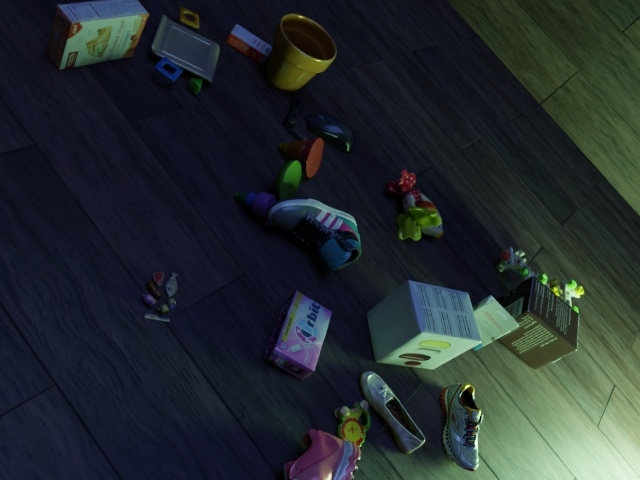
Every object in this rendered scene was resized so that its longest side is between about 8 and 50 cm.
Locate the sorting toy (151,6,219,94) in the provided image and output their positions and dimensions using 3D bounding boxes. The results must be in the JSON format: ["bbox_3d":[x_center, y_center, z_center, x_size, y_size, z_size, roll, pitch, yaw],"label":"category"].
[{"bbox_3d":[-0.402,-0.563,1.689,0.196,0.047,0.348,24,47,-26],"label":"sorting toy"}]

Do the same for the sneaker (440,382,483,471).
[{"bbox_3d":[0.365,0.469,1.445,0.088,0.093,0.225,17,50,-26],"label":"sneaker"}]

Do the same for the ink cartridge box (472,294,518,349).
[{"bbox_3d":[0.486,0.233,1.648,0.104,0.180,0.060,47,43,1],"label":"ink cartridge box"}]

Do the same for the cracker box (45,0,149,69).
[{"bbox_3d":[-0.572,-0.534,1.458,0.067,0.156,0.232,51,44,6],"label":"cracker box"}]

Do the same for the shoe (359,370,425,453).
[{"bbox_3d":[0.176,0.407,1.374,0.076,0.058,0.219,-22,73,-44],"label":"shoe"}]

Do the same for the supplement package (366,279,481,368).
[{"bbox_3d":[0.265,0.226,1.479,0.203,0.194,0.149,13,51,-28],"label":"supplement package"}]

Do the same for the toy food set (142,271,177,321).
[{"bbox_3d":[-0.349,0.115,1.233,0.078,0.019,0.122,15,51,-28],"label":"toy food set"}]

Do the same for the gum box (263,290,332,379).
[{"bbox_3d":[-0.052,0.226,1.338,0.107,0.062,0.188,32,45,-13],"label":"gum box"}]

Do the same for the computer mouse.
[{"bbox_3d":[0.006,-0.359,1.826,0.262,0.060,0.184,34,44,-11],"label":"computer mouse"}]

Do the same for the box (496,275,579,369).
[{"bbox_3d":[0.669,0.258,1.774,0.203,0.168,0.167,39,43,-7],"label":"box"}]

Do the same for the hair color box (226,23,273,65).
[{"bbox_3d":[-0.234,-0.648,1.877,0.141,0.043,0.072,30,45,-14],"label":"hair color box"}]

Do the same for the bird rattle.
[{"bbox_3d":[0.312,-0.100,1.849,0.207,0.143,0.253,28,32,-33],"label":"bird rattle"}]

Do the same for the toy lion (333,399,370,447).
[{"bbox_3d":[0.078,0.428,1.310,0.100,0.034,0.096,-5,69,-39],"label":"toy lion"}]

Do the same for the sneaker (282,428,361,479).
[{"bbox_3d":[-0.032,0.513,1.126,0.136,0.116,0.314,32,37,1],"label":"sneaker"}]

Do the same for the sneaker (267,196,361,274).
[{"bbox_3d":[0.000,0.000,1.504,0.295,0.124,0.178,13,44,-38],"label":"sneaker"}]

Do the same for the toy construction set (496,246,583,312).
[{"bbox_3d":[0.750,0.154,1.925,0.327,0.151,0.215,36,51,-5],"label":"toy construction set"}]

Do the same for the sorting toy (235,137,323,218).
[{"bbox_3d":[-0.122,-0.192,1.600,0.126,0.127,0.365,21,43,17],"label":"sorting toy"}]

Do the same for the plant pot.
[{"bbox_3d":[-0.082,-0.591,1.842,0.205,0.188,0.205,19,49,-24],"label":"plant pot"}]
